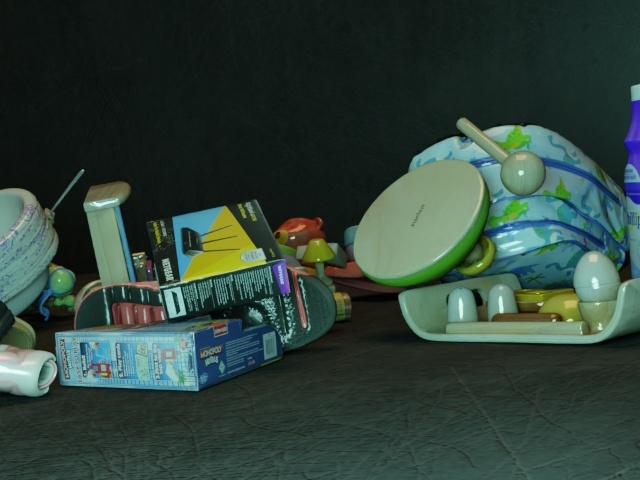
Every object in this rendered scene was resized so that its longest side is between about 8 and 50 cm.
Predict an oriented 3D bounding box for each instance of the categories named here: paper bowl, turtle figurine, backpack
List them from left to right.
[{"bbox_3d":[-0.576,0.048,1.943,0.284,0.148,0.284,-18,31,11],"label":"paper bowl"},{"bbox_3d":[-0.485,0.047,2.174,0.198,0.275,0.266,34,-26,-30],"label":"turtle figurine"},{"bbox_3d":[0.267,-0.032,1.597,0.290,0.273,0.355,-9,-35,25],"label":"backpack"}]

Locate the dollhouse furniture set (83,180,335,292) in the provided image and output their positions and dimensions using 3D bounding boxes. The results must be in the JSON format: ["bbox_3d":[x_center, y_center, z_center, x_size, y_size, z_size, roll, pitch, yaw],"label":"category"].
[{"bbox_3d":[-0.147,-0.002,1.581,0.303,0.198,0.286,-10,13,-5],"label":"dollhouse furniture set"}]

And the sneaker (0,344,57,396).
[{"bbox_3d":[-0.303,0.135,1.176,0.070,0.051,0.134,9,-7,-6],"label":"sneaker"}]

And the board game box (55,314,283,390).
[{"bbox_3d":[-0.168,0.114,1.212,0.194,0.060,0.194,-3,2,23],"label":"board game box"}]

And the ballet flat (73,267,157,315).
[{"bbox_3d":[-0.244,0.081,1.827,0.316,0.108,0.106,-5,-6,-28],"label":"ballet flat"}]

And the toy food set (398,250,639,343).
[{"bbox_3d":[0.273,0.055,1.307,0.219,0.092,0.306,-7,3,-43],"label":"toy food set"}]

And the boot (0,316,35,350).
[{"bbox_3d":[-0.429,0.125,1.328,0.213,0.077,0.165,10,4,-22],"label":"boot"}]

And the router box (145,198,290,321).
[{"bbox_3d":[-0.116,0.017,1.255,0.133,0.046,0.179,-13,25,-9],"label":"router box"}]

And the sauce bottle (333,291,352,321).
[{"bbox_3d":[-0.021,0.097,1.597,0.128,0.042,0.042,-4,1,-17],"label":"sauce bottle"}]

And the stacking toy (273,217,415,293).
[{"bbox_3d":[0.000,0.000,1.952,0.309,0.130,0.279,-2,-17,33],"label":"stacking toy"}]

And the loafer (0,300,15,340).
[{"bbox_3d":[-0.383,0.105,1.199,0.076,0.078,0.223,-44,12,10],"label":"loafer"}]

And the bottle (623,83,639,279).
[{"bbox_3d":[0.438,-0.059,1.465,0.092,0.283,0.118,-5,3,-2],"label":"bottle"}]

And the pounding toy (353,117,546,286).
[{"bbox_3d":[0.162,-0.014,1.389,0.237,0.110,0.183,-45,32,-4],"label":"pounding toy"}]

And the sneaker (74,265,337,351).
[{"bbox_3d":[-0.129,0.078,1.380,0.313,0.116,0.136,-5,0,12],"label":"sneaker"}]
